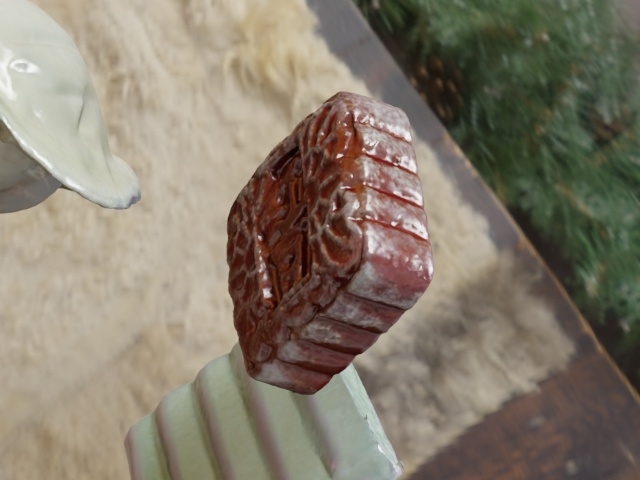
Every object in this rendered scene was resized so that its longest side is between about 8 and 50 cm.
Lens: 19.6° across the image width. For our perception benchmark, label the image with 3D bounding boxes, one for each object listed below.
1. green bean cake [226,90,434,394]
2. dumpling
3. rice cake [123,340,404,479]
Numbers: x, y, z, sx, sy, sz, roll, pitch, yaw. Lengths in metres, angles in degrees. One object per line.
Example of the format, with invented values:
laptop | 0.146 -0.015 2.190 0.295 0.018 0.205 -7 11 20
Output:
green bean cake | 0.000 0.000 1.023 0.056 0.135 0.136 19 135 -29
dumpling | -0.245 -0.089 1.444 0.227 0.243 0.175 41 119 14
rice cake | -0.044 0.129 1.127 0.189 0.198 0.037 -36 119 14
